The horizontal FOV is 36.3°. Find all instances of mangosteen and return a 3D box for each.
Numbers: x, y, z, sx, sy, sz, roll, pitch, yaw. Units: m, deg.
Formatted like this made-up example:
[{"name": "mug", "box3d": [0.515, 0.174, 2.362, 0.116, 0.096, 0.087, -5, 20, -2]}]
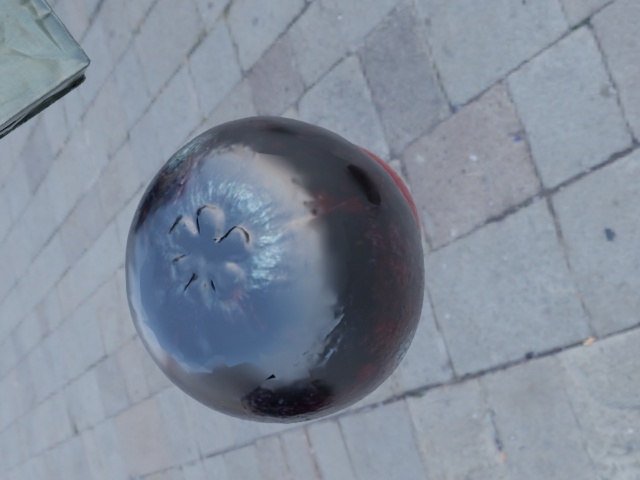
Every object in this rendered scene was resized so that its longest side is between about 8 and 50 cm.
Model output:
[{"name": "mangosteen", "box3d": [-0.034, 0.035, 0.947, 0.300, 0.300, 0.300, 25, 120, 54]}]

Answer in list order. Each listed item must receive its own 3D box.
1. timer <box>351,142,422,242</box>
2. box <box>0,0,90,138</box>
[{"name": "timer", "box3d": [0.000, 0.000, 1.810, 0.279, 0.378, 0.378, 175, 85, -80]}, {"name": "box", "box3d": [-0.402, -0.190, 1.125, 0.155, 0.231, 0.149, 56, 168, -12]}]
